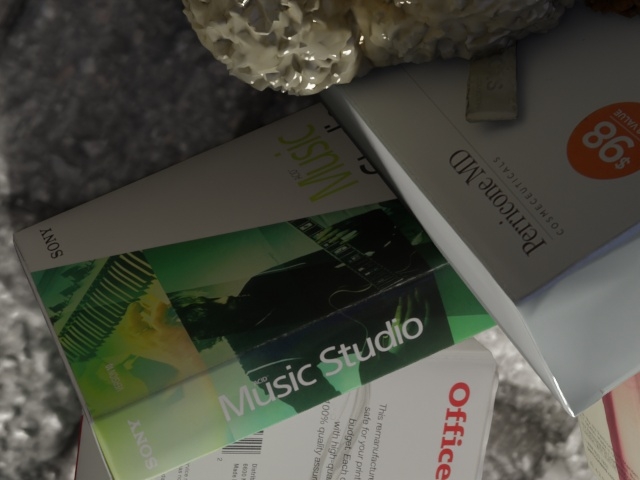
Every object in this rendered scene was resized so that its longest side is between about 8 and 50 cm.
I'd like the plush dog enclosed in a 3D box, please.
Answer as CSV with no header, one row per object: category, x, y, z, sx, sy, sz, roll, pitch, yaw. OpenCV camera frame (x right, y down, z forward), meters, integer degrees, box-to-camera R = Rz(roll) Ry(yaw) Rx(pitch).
plush dog,0.050,-0.202,0.891,0.262,0.210,0.225,-49,134,-18

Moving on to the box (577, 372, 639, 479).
box,0.247,0.066,1.285,0.148,0.127,0.232,-21,121,-9

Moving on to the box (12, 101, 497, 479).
box,0.000,0.000,1.099,0.322,0.232,0.058,-25,120,-8

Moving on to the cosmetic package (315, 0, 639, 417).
cosmetic package,0.143,-0.122,1.004,0.284,0.377,0.097,-35,132,-1

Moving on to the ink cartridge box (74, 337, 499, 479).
ink cartridge box,-0.025,0.133,1.222,0.237,0.100,0.172,3,106,-21
